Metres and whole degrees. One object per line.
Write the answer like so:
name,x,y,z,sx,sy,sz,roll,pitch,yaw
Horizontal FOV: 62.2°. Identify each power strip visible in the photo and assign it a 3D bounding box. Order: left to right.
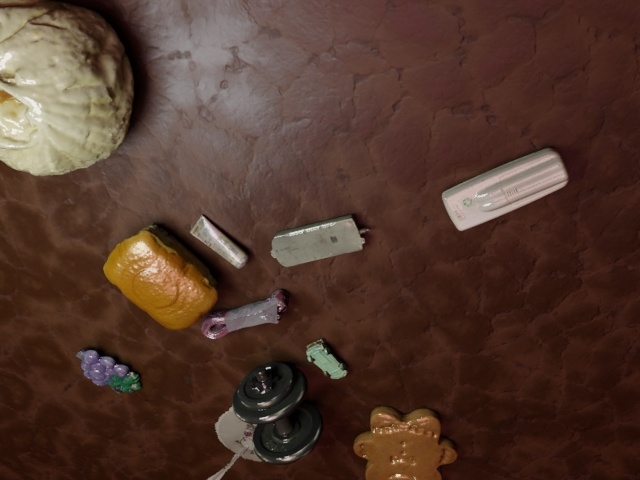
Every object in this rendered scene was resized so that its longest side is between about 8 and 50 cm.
power strip,0.000,0.000,1.144,0.227,0.029,0.079,-13,115,16

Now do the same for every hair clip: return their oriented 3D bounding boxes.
hair clip,-0.567,0.349,1.426,0.124,0.052,0.195,-31,120,31

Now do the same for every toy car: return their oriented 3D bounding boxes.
toy car,0.019,0.297,1.310,0.059,0.035,0.122,-30,120,22

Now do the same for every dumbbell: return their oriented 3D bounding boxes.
dumbbell,-0.103,0.426,1.312,0.192,0.192,0.289,-11,117,14

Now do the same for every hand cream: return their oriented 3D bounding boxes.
hand cream,-0.223,0.007,1.182,0.143,0.039,0.061,40,124,-4

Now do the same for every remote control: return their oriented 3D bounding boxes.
remote control,0.355,-0.096,1.025,0.230,0.049,0.090,-25,111,22

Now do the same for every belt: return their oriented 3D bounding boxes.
belt,-0.175,0.181,1.261,0.232,0.053,0.071,-19,108,18

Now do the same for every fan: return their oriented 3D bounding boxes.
fan,-0.224,0.609,1.536,0.233,0.012,0.414,30,119,-9

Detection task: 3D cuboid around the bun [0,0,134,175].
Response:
bun,-0.527,-0.277,0.948,0.349,0.227,0.352,-20,113,20

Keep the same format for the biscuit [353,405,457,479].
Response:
biscuit,0.226,0.590,1.439,0.275,0.052,0.354,4,119,6

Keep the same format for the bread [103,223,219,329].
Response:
bread,-0.350,0.083,1.191,0.174,0.121,0.245,-34,108,25
